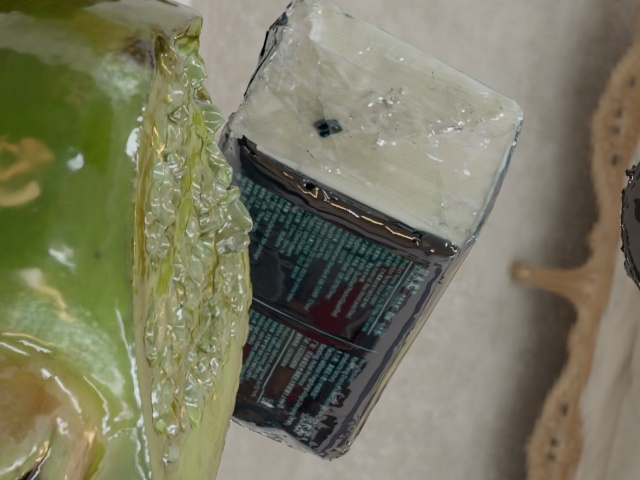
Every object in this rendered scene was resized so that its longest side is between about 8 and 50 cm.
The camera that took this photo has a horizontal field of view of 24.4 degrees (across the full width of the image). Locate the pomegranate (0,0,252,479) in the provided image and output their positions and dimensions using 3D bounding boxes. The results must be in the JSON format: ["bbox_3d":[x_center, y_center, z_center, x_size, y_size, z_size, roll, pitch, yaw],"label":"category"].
[{"bbox_3d":[-0.167,0.035,0.769,0.358,0.216,0.310,-66,161,-51],"label":"pomegranate"}]

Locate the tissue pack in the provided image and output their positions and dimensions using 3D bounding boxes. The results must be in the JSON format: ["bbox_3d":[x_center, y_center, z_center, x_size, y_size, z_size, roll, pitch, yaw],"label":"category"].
[{"bbox_3d":[0.000,0.000,1.492,0.416,0.264,0.253,114,1,-51],"label":"tissue pack"}]

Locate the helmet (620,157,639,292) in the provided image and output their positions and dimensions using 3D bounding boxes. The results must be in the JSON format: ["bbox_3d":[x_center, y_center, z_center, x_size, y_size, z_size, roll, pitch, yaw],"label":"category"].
[{"bbox_3d":[0.425,-0.003,1.285,0.177,0.305,0.225,-5,115,-64],"label":"helmet"}]
